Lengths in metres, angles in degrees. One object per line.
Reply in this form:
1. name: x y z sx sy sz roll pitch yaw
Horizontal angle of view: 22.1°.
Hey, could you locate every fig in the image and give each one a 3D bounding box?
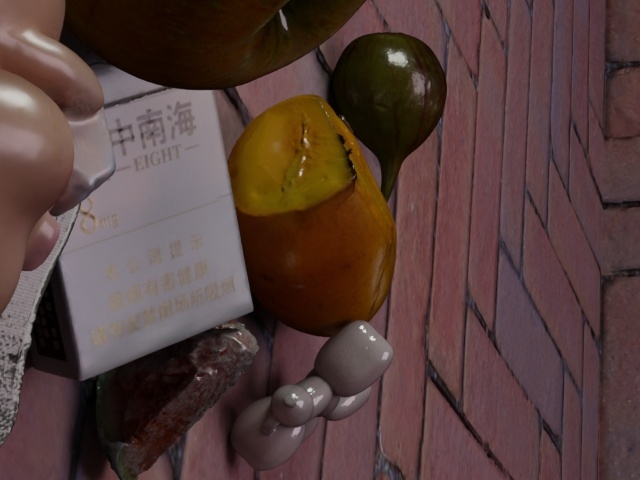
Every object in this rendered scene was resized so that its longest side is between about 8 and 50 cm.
1. fig: 0.064 -0.105 1.744 0.124 0.124 0.236 1 97 -71

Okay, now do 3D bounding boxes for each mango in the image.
1. mango: 0.000 0.000 1.483 0.257 0.138 0.187 68 14 -48

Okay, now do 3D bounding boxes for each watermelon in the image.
1. watermelon: -0.105 0.082 1.189 0.071 0.139 0.187 44 41 -27

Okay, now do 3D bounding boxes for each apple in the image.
1. apple: -0.070 -0.210 0.974 0.207 0.237 0.237 53 14 14

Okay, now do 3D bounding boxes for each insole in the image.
1. insole: -0.194 0.021 1.009 0.080 0.003 0.232 19 82 -41

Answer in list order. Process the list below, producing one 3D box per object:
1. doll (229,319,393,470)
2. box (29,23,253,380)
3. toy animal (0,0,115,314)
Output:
1. doll: -0.011 0.142 1.445 0.160 0.059 0.161 -39 169 -23
2. box: -0.139 -0.046 1.097 0.155 0.067 0.243 -23 110 -40
3. toy animal: -0.208 -0.059 0.806 0.213 0.195 0.256 -1 66 -39
